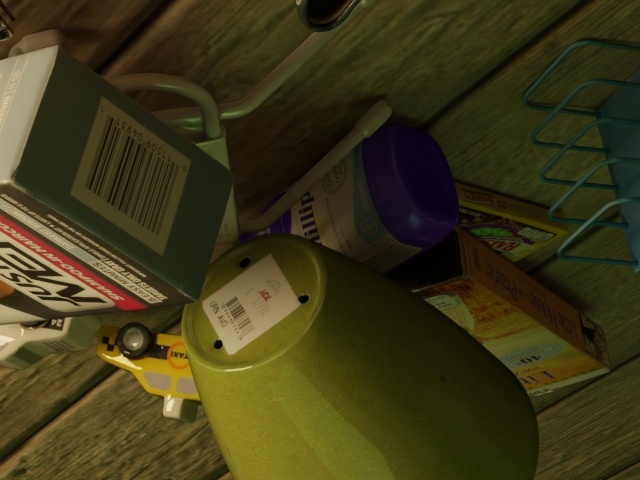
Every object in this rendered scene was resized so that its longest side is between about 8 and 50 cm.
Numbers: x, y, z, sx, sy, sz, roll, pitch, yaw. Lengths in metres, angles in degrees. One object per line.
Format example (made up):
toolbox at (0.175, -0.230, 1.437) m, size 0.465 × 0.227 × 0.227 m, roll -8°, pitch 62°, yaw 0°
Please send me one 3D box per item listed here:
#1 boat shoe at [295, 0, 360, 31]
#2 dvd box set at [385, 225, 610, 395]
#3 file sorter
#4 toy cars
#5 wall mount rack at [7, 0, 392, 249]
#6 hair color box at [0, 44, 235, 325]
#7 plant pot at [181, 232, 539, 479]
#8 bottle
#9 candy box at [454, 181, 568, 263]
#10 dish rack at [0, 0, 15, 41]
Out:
boat shoe at (0.042, -0.240, 1.258) m, size 0.095 × 0.079 × 0.254 m, roll 5°, pitch 149°, yaw -32°
dvd box set at (0.105, 0.111, 1.995) m, size 0.307 × 0.062 × 0.420 m, roll -17°, pitch 155°, yaw 23°
file sorter at (0.256, -0.075, 1.587) m, size 0.104 × 0.170 × 0.118 m, roll 4°, pitch 150°, yaw -25°
toy cars at (-0.221, 0.114, 1.753) m, size 0.393 × 0.087 × 0.176 m, roll 15°, pitch 167°, yaw -29°
wall mount rack at (-0.084, -0.092, 1.466) m, size 0.304 × 0.130 × 0.350 m, roll -7°, pitch 154°, yaw -2°
hair color box at (-0.267, -0.024, 1.352) m, size 0.374 × 0.114 × 0.185 m, roll -7°, pitch 148°, yaw 42°
plant pot at (0.010, 0.132, 1.567) m, size 0.274 × 0.275 × 0.293 m, roll -21°, pitch 138°, yaw 17°
bottle at (0.000, 0.000, 1.687) m, size 0.092 × 0.118 × 0.283 m, roll 11°, pitch 147°, yaw -45°
candy box at (0.146, -0.015, 1.825) m, size 0.206 × 0.027 × 0.105 m, roll 14°, pitch 148°, yaw -42°
dish rack at (-0.335, -0.185, 1.220) m, size 0.208 × 0.074 × 0.271 m, roll -14°, pitch 156°, yaw 8°
